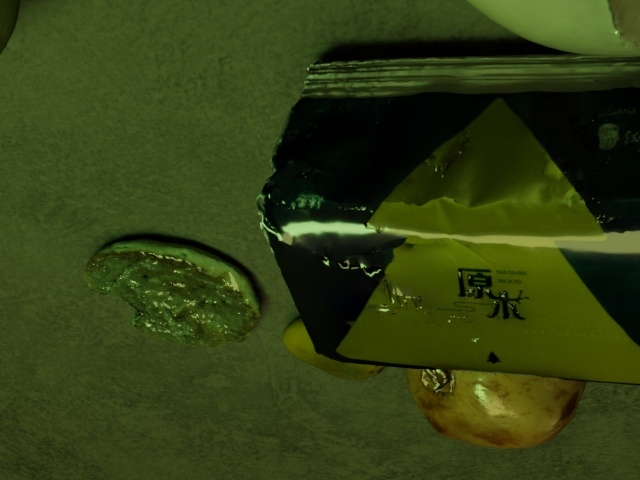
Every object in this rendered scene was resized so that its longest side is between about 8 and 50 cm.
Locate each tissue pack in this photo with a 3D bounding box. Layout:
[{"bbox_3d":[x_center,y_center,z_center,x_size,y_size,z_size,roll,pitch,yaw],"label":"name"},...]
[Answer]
[{"bbox_3d":[0.178,-0.025,0.967,0.417,0.253,0.264,3,141,17],"label":"tissue pack"}]

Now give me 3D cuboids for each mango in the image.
[{"bbox_3d":[0.020,0.143,1.383,0.161,0.076,0.103,7,150,23],"label":"mango"}]

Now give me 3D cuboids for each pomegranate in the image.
[{"bbox_3d":[0.206,0.156,1.215,0.215,0.215,0.215,9,143,7],"label":"pomegranate"}]

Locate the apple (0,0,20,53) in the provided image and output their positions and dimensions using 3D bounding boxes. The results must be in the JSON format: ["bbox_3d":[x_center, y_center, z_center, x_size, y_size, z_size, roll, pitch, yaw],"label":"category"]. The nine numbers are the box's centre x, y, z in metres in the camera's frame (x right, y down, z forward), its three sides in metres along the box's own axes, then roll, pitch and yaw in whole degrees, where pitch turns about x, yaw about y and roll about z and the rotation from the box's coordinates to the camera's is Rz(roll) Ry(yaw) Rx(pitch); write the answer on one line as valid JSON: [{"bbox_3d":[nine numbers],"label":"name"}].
[{"bbox_3d":[-0.413,-0.233,0.905,0.279,0.279,0.279,9,143,7],"label":"apple"}]

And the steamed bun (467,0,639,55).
[{"bbox_3d":[0.192,-0.274,0.613,0.206,0.324,0.324,45,161,37],"label":"steamed bun"}]

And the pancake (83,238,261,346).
[{"bbox_3d":[-0.200,0.074,1.399,0.254,0.037,0.253,9,143,7],"label":"pancake"}]
